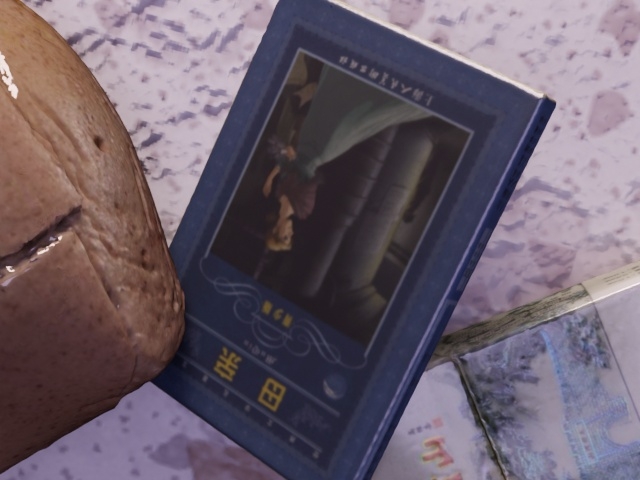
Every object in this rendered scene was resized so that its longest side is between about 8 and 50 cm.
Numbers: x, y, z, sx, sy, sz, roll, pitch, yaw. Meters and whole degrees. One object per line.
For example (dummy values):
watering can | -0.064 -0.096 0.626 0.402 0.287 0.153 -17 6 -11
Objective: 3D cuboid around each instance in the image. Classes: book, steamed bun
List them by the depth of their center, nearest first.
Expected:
steamed bun | -0.237 -0.004 0.693 0.252 0.199 0.301 -31 93 16
book | 0.000 0.000 0.726 0.191 0.025 0.269 31 101 29

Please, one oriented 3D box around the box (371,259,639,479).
box | 0.160 0.117 0.748 0.257 0.069 0.164 -22 95 8
